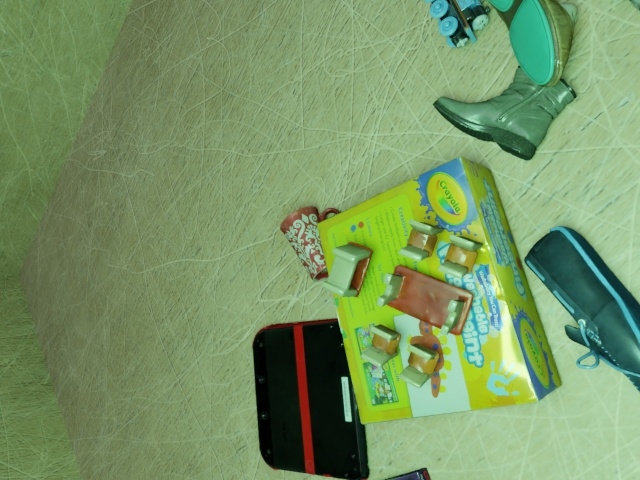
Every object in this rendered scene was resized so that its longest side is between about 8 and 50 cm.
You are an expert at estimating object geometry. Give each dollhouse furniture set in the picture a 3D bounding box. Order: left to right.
[{"bbox_3d":[0.148,0.088,0.880,0.258,0.135,0.262,23,101,27],"label":"dollhouse furniture set"}]

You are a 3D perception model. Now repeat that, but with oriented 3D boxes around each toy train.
[{"bbox_3d":[0.294,-0.509,1.031,0.105,0.080,0.184,-29,68,28],"label":"toy train"}]

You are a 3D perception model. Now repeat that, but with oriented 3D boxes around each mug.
[{"bbox_3d":[-0.008,0.001,1.217,0.150,0.113,0.169,-43,64,31],"label":"mug"}]

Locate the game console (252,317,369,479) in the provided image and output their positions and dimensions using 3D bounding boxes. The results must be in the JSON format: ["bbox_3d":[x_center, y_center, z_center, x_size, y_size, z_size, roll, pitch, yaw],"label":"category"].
[{"bbox_3d":[-0.035,0.408,1.246,0.341,0.060,0.388,-12,79,33],"label":"game console"}]

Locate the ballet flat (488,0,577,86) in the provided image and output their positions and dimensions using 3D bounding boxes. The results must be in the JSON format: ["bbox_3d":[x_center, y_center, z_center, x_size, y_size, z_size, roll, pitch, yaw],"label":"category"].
[{"bbox_3d":[0.406,-0.443,0.909,0.116,0.123,0.343,100,153,-61],"label":"ballet flat"}]

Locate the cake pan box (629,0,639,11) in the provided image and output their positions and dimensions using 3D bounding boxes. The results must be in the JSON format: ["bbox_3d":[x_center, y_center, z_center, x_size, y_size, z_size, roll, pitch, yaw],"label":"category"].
[{"bbox_3d":[0.592,-0.534,0.792,0.267,0.070,0.246,-42,60,29],"label":"cake pan box"}]

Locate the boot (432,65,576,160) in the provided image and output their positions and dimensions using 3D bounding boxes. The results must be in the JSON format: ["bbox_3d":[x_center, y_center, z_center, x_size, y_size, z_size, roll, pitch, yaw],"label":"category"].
[{"bbox_3d":[0.366,-0.280,0.962,0.246,0.083,0.161,36,102,30],"label":"boot"}]

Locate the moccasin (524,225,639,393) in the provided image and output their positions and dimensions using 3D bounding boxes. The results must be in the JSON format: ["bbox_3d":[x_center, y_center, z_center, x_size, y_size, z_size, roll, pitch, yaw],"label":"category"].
[{"bbox_3d":[0.476,0.136,0.809,0.117,0.137,0.342,-45,46,33],"label":"moccasin"}]

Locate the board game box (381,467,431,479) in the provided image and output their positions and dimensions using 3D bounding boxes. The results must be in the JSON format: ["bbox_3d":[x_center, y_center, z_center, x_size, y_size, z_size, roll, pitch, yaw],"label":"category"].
[{"bbox_3d":[0.135,0.666,1.081,0.346,0.056,0.208,-35,61,32],"label":"board game box"}]

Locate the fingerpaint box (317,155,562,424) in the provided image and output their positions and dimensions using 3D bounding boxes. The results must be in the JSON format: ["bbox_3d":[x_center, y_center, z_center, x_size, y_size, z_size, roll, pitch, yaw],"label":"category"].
[{"bbox_3d":[0.220,0.115,0.982,0.370,0.163,0.446,-25,71,37],"label":"fingerpaint box"}]
